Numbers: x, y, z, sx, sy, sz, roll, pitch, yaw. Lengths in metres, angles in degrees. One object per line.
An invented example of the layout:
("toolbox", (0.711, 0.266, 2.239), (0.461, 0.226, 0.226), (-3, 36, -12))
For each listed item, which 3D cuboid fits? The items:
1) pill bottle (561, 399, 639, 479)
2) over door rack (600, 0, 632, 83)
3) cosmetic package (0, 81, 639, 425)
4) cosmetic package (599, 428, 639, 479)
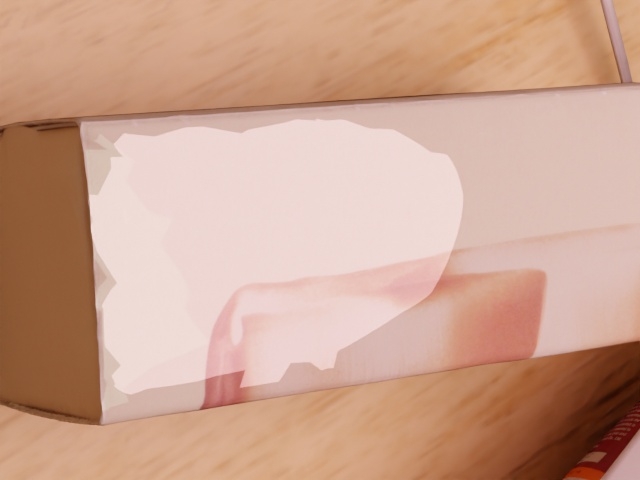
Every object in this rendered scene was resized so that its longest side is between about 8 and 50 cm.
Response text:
("pill bottle", (0.205, 0.122, 0.993), (0.152, 0.086, 0.086), (-42, 111, -23))
("over door rack", (0.242, -0.194, 0.991), (0.239, 0.108, 0.324), (-33, 107, -26))
("cosmetic package", (0.000, 0.000, 0.834), (0.296, 0.153, 0.129), (-5, 93, -28))
("cosmetic package", (0.347, 0.236, 0.877), (0.327, 0.329, 0.394), (-48, 134, -19))
